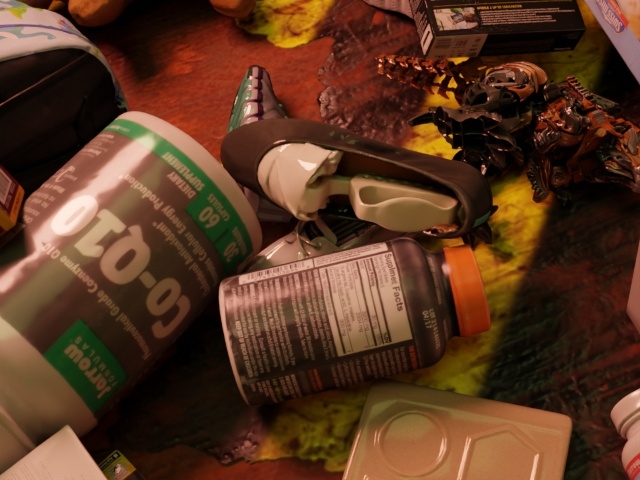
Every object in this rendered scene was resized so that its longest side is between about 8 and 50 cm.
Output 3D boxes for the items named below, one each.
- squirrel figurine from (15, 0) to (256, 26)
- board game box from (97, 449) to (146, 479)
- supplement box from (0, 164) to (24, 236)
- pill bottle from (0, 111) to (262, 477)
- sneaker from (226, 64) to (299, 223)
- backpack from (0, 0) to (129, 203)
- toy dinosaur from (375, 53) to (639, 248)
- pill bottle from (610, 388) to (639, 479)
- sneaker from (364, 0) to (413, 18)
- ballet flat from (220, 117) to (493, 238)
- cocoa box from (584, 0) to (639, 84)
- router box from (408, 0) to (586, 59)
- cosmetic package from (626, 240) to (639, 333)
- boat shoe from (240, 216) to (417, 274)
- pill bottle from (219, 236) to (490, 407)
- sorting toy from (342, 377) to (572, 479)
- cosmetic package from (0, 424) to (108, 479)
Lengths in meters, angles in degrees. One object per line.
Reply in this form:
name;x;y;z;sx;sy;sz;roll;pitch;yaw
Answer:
squirrel figurine;-0.331;-0.399;1.359;0.370;0.281;0.397;-27;41;4
board game box;-0.189;0.320;0.923;0.194;0.060;0.194;-41;60;-18
supplement box;-0.372;-0.002;0.962;0.188;0.081;0.104;-38;21;4
pill bottle;-0.243;0.061;1.023;0.204;0.204;0.361;31;67;27
sneaker;-0.054;-0.103;1.197;0.098;0.083;0.223;13;51;-16
backpack;-0.386;-0.117;1.136;0.355;0.290;0.273;-21;41;-13
toy dinosaur;0.202;-0.118;1.131;0.322;0.164;0.218;13;42;39
pill bottle;0.313;0.205;0.897;0.087;0.087;0.160;-19;54;-3
sneaker;0.143;-0.366;1.312;0.321;0.124;0.180;40;66;19
ballet flat;0.027;-0.058;1.020;0.280;0.095;0.096;9;27;10
cocoa box;0.419;-0.336;1.123;0.228;0.231;0.347;-3;51;-23
router box;0.189;-0.270;1.166;0.179;0.046;0.133;-5;66;-13
cosmetic package;0.478;0.007;0.939;0.365;0.197;0.155;-21;55;-3
boat shoe;0.000;0.000;1.099;0.226;0.076;0.083;-31;56;-12
pill bottle;0.035;0.072;1.011;0.246;0.130;0.130;-13;55;1
sorting toy;0.115;0.230;0.949;0.193;0.038;0.208;10;54;16
cosmetic package;-0.184;0.275;0.878;0.099;0.060;0.239;-35;58;-17
